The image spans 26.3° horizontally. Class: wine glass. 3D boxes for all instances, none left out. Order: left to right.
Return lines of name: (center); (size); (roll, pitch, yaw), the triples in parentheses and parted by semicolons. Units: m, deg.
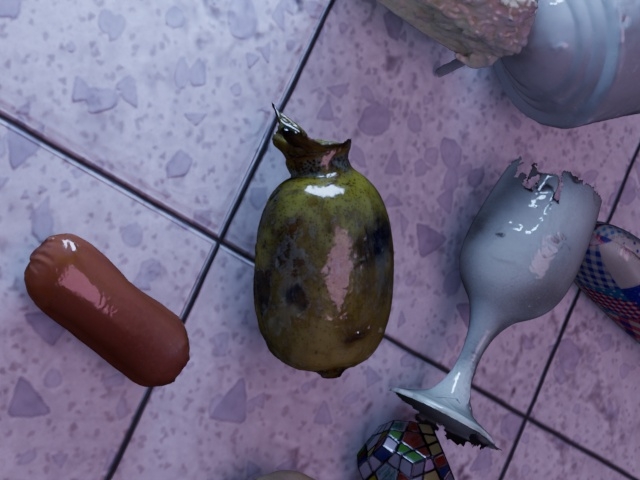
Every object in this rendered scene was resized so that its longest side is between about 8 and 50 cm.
wine glass: (0.200, 0.069, 1.519); (0.143, 0.143, 0.321); (37, 75, -34)

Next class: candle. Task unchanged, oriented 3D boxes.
candle: (0.322, -0.237, 1.513); (0.342, 0.221, 0.221); (-15, 105, -34)

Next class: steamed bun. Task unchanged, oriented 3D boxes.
steamed bun: (0.124, -0.311, 1.371); (0.225, 0.170, 0.200); (21, 53, -31)

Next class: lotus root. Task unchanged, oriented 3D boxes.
lotus root: (0.002, 0.000, 1.359); (0.154, 0.154, 0.278); (-6, 96, -35)

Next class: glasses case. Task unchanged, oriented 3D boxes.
glasses case: (0.402, 0.074, 1.672); (0.327, 0.125, 0.076); (39, 73, -33)

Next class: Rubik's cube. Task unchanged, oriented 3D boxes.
Rubik's cube: (0.092, 0.248, 1.491); (0.093, 0.111, 0.111); (41, 72, -9)

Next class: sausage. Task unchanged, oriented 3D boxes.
sausage: (-0.196, 0.067, 1.273); (0.194, 0.077, 0.077); (43, 72, -32)

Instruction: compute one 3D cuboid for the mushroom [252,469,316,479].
mushroom: (-0.035, 0.307, 1.401); (0.154, 0.122, 0.154); (1, 104, 2)
